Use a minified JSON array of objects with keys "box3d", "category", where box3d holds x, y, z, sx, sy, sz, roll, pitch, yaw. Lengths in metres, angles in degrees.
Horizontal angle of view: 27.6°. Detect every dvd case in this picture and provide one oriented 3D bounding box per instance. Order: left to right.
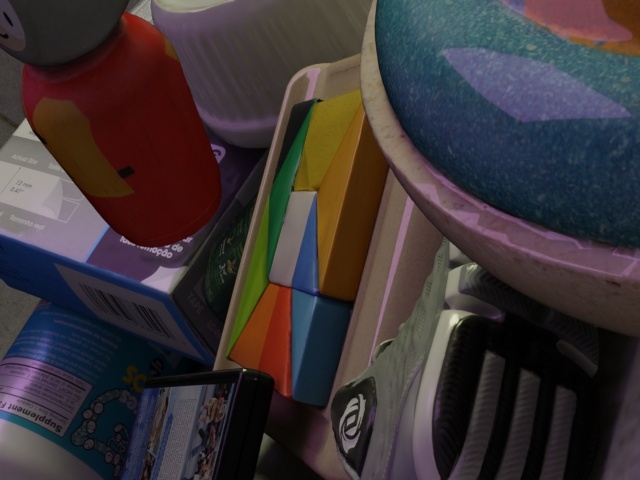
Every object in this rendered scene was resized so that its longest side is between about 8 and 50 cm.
[{"box3d":[-0.088,0.163,0.730,0.253,0.022,0.180,159,126,-71],"category":"dvd case"}]

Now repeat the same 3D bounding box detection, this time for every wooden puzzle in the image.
[{"box3d":[0.000,0.000,0.693,0.239,0.044,0.220,-172,97,-70],"category":"wooden puzzle"}]

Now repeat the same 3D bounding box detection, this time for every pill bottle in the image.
[{"box3d":[-0.211,0.146,1.099,0.146,0.146,0.264,-36,23,59],"category":"pill bottle"}]

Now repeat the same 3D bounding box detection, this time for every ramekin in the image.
[{"box3d":[-0.022,-0.175,0.924,0.207,0.109,0.207,-22,38,19],"category":"ramekin"}]

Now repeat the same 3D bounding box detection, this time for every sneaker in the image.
[{"box3d":[0.058,0.021,0.516,0.132,0.086,0.228,-44,17,53],"category":"sneaker"}]

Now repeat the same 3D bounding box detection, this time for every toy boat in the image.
[{"box3d":[0.039,-0.081,0.405,0.318,0.148,0.267,-10,42,16],"category":"toy boat"}]

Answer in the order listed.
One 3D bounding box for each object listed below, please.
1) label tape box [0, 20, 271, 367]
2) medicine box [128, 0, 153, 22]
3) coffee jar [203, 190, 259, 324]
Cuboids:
[{"box3d":[-0.101,-0.093,1.068,0.249,0.115,0.347,16,64,34],"category":"label tape box"},{"box3d":[-0.147,-0.148,1.384,0.263,0.149,0.289,-42,29,9],"category":"medicine box"},{"box3d":[0.002,-0.019,0.854,0.184,0.079,0.096,-49,22,31],"category":"coffee jar"}]
